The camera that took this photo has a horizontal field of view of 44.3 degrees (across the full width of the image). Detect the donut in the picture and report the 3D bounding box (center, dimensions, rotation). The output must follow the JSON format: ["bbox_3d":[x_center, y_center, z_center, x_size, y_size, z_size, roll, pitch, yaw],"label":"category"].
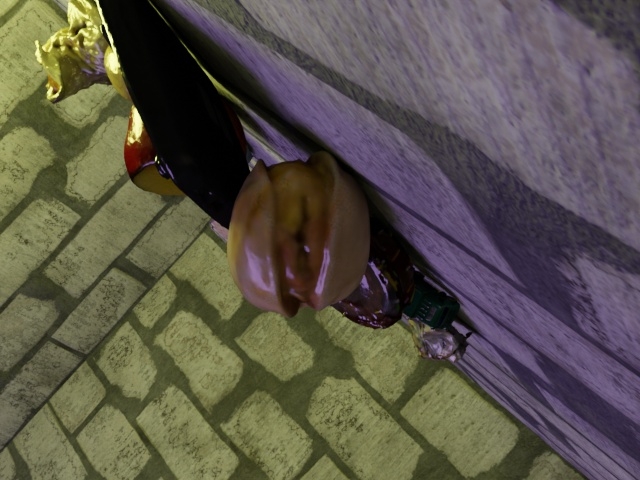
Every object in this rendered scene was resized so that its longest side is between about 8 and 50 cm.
[{"bbox_3d":[0.076,0.045,1.386,0.216,0.096,0.230,9,128,49],"label":"donut"}]

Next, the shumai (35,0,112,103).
[{"bbox_3d":[-0.605,-0.454,2.060,0.267,0.262,0.314,42,179,17],"label":"shumai"}]

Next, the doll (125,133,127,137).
[{"bbox_3d":[-0.458,-0.247,2.093,0.127,0.073,0.084,53,-153,-31],"label":"doll"}]

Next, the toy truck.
[{"bbox_3d":[0.183,0.105,1.459,0.079,0.065,0.147,0,-150,-49],"label":"toy truck"}]

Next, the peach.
[{"bbox_3d":[-0.275,-0.201,1.566,0.245,0.249,0.275,65,165,-6],"label":"peach"}]

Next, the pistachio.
[{"bbox_3d":[-0.036,-0.001,1.209,0.230,0.230,0.308,41,151,28],"label":"pistachio"}]

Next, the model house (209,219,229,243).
[{"bbox_3d":[-0.204,-0.082,2.365,0.169,0.244,0.326,45,176,-7],"label":"model house"}]

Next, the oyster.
[{"bbox_3d":[0.226,0.184,1.670,0.201,0.107,0.354,46,-172,25],"label":"oyster"}]

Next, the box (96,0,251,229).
[{"bbox_3d":[-0.216,-0.196,1.250,0.359,0.091,0.350,65,-174,21],"label":"box"}]

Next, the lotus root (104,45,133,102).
[{"bbox_3d":[-0.405,-0.376,1.751,0.146,0.131,0.303,43,177,-38],"label":"lotus root"}]

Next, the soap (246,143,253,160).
[{"bbox_3d":[-0.319,-0.265,2.055,0.261,0.156,0.446,43,177,-1],"label":"soap"}]
